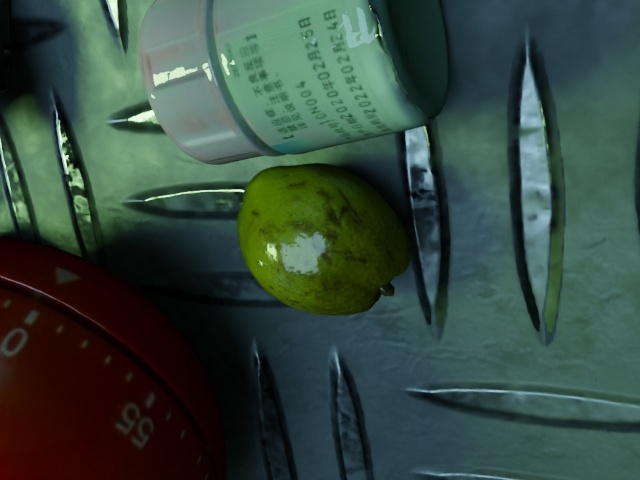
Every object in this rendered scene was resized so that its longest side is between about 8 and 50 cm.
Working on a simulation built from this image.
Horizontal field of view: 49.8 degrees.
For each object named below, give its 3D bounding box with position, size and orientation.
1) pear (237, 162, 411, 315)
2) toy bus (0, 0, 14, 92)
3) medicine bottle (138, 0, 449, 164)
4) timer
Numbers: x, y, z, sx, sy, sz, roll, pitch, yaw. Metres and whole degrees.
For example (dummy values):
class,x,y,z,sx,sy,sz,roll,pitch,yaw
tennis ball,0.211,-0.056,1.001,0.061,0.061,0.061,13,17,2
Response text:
class,x,y,z,sx,sy,sz,roll,pitch,yaw
pear,0.000,0.000,0.501,0.131,0.107,0.107,38,120,17
toy bus,-0.301,-0.195,0.607,0.052,0.037,0.130,23,118,21
medicine bottle,-0.015,-0.123,0.444,0.169,0.135,0.135,-8,105,27
timer,-0.266,0.177,0.576,0.378,0.279,0.377,6,124,10
